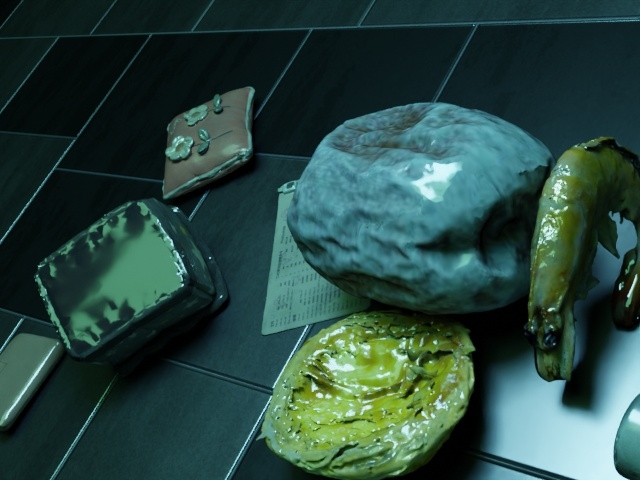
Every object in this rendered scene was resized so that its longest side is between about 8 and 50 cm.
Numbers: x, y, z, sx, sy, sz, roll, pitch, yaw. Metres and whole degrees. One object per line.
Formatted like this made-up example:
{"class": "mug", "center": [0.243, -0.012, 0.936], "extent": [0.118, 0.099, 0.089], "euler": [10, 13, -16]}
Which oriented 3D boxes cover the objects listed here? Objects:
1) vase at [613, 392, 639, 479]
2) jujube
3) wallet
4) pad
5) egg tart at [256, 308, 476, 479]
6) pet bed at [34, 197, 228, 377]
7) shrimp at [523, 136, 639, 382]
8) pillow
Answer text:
{"class": "vase", "center": [0.360, 0.198, 0.817], "extent": [0.214, 0.086, 0.086], "euler": [19, 67, 40]}
{"class": "jujube", "center": [0.110, -0.031, 1.095], "extent": [0.246, 0.215, 0.308], "euler": [-36, 30, -24]}
{"class": "wallet", "center": [-0.448, 0.204, 1.433], "extent": [0.118, 0.039, 0.152], "euler": [9, 56, 38]}
{"class": "pad", "center": [0.000, 0.000, 1.308], "extent": [0.160, 0.009, 0.265], "euler": [-16, 46, 24]}
{"class": "egg tart", "center": [0.058, 0.175, 1.048], "extent": [0.252, 0.098, 0.232], "euler": [-23, 37, 13]}
{"class": "pet bed", "center": [-0.254, 0.063, 1.341], "extent": [0.211, 0.159, 0.183], "euler": [-36, 67, 6]}
{"class": "shrimp", "center": [0.278, 0.021, 0.988], "extent": [0.058, 0.173, 0.253], "euler": [-1, 80, 60]}
{"class": "pillow", "center": [-0.179, -0.161, 1.532], "extent": [0.171, 0.075, 0.179], "euler": [-23, 42, 19]}
